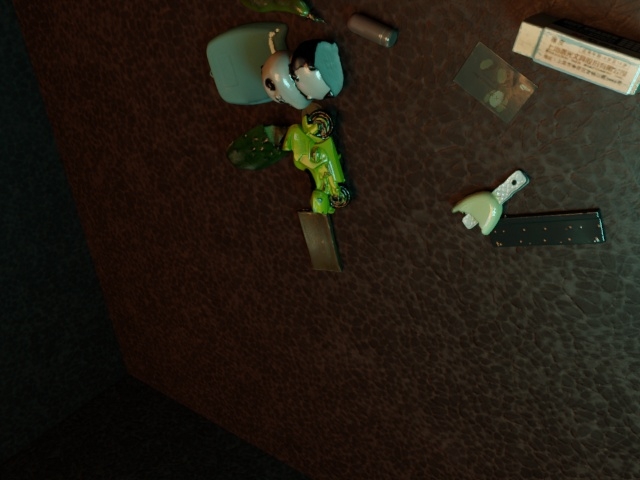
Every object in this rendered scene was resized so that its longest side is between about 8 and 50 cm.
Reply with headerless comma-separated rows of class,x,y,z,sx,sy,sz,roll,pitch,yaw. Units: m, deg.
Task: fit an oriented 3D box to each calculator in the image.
calculator,-0.240,-0.577,1.965,0.386,0.054,0.256,3,118,41

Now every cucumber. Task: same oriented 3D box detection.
cucumber,-0.228,-0.306,2.067,0.325,0.145,0.105,-16,78,49

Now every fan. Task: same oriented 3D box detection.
fan,-0.038,-0.413,1.925,0.175,0.005,0.113,47,137,7

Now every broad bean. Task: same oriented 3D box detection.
broad bean,-0.130,-0.710,1.772,0.325,0.067,0.075,28,140,28

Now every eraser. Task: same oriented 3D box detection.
eraser,0.577,-0.413,1.301,0.279,0.124,0.081,30,132,24

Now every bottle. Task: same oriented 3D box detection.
bottle,0.141,-0.578,1.629,0.140,0.053,0.053,34,134,21

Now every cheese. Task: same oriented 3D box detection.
cheese,0.473,-0.110,1.637,0.235,0.049,0.127,-48,65,37

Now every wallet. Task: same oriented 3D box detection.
wallet,0.000,0.000,2.133,0.132,0.039,0.243,0,116,34

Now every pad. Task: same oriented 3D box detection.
pad,0.441,-0.401,1.516,0.190,0.004,0.127,43,136,12

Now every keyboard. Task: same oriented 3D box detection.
keyboard,0.598,-0.032,1.602,0.309,0.018,0.101,-4,114,42

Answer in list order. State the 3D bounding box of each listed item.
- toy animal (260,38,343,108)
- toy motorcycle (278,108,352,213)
toy animal,-0.063,-0.488,1.764,0.235,0.165,0.187,-10,141,30
toy motorcycle,-0.021,-0.245,1.913,0.206,0.142,0.342,-1,118,31
